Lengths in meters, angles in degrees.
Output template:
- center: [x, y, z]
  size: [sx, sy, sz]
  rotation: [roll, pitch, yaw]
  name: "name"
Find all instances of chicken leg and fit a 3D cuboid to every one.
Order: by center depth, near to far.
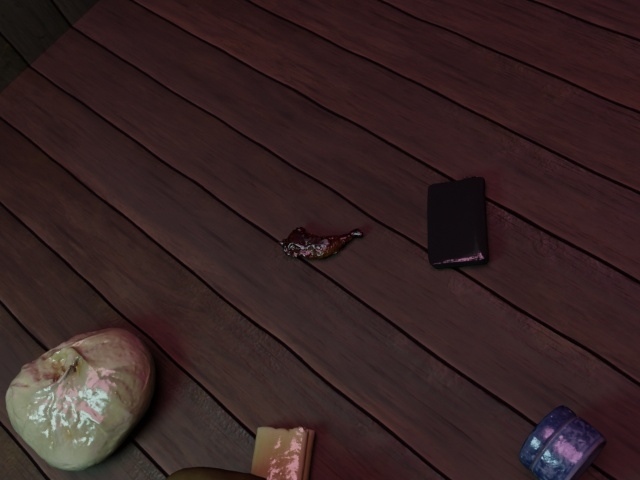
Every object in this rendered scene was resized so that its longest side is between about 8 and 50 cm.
- center: [-0.003, 0.006, 1.888]
  size: [0.219, 0.048, 0.090]
  rotation: [0, 64, 17]
  name: "chicken leg"

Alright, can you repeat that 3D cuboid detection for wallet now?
- center: [0.333, -0.047, 1.820]
  size: [0.149, 0.044, 0.250]
  rotation: [-8, 60, 18]
  name: "wallet"

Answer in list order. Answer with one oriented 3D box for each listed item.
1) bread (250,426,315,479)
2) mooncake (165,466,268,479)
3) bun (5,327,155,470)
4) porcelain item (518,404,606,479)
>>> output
- center: [-0.089, 0.497, 1.629]
  size: [0.139, 0.060, 0.178]
  rotation: [-3, 61, 16]
  name: "bread"
- center: [-0.219, 0.623, 1.423]
  size: [0.200, 0.378, 0.379]
  rotation: [1, 61, 30]
  name: "mooncake"
- center: [-0.572, 0.357, 1.768]
  size: [0.361, 0.213, 0.361]
  rotation: [-9, 57, 13]
  name: "bun"
- center: [0.468, 0.405, 1.458]
  size: [0.147, 0.147, 0.114]
  rotation: [-43, 59, -9]
  name: "porcelain item"
